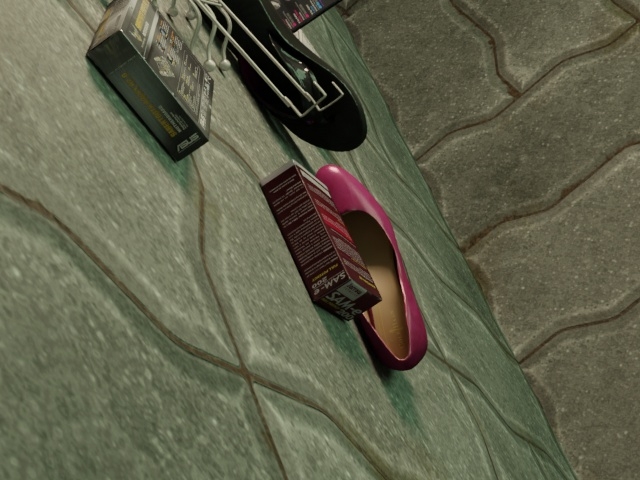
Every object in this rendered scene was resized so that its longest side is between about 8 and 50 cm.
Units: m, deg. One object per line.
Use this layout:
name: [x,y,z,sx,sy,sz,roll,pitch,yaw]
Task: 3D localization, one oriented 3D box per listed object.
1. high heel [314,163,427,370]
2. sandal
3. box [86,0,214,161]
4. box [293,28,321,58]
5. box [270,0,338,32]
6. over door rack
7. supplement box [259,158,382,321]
high heel: [0.083,0.036,1.667,0.377,0.127,0.181,62,3,5]
sandal: [-0.091,-0.325,1.916,0.446,0.167,0.107,47,40,-14]
box: [-0.221,-0.231,1.341,0.183,0.056,0.231,51,14,-26]
box: [-0.033,-0.363,2.284,0.169,0.087,0.290,53,13,-22]
box: [-0.039,-0.612,2.432,0.143,0.270,0.165,56,13,-9]
over door rack: [-0.129,-0.305,1.684,0.324,0.108,0.239,37,13,1]
supplement box: [0.000,0.000,1.587,0.130,0.073,0.239,36,24,-57]
